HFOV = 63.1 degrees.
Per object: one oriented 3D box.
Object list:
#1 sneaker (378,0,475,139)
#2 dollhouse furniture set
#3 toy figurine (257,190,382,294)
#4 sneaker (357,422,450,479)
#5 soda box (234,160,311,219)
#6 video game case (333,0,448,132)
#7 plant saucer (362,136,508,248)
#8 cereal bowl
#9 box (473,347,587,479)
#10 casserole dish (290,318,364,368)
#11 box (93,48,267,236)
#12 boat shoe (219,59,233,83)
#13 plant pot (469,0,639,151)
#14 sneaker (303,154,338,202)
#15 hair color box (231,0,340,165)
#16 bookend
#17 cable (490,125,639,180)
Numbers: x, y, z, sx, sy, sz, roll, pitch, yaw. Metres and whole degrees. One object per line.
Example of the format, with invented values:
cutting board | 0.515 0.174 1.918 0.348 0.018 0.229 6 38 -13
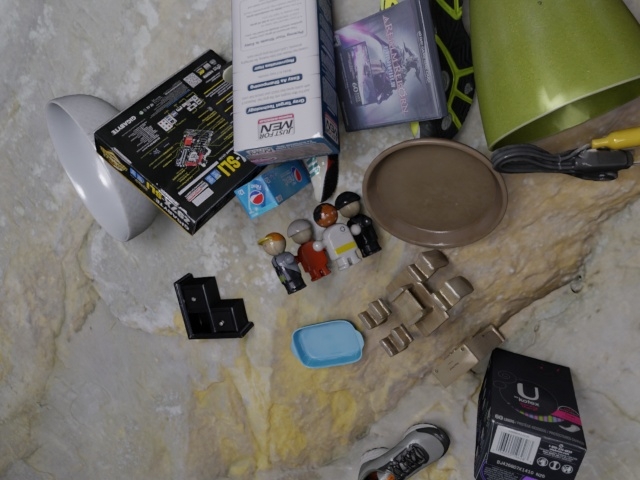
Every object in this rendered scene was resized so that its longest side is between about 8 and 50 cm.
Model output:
sneaker | 0.186 -0.358 0.964 0.147 0.145 0.385 16 120 48
dollhouse furniture set | 0.250 0.167 1.118 0.242 0.161 0.212 52 121 20
toy figurine | 0.000 0.000 1.087 0.213 0.209 0.148 -26 88 27
sneaker | 0.199 0.537 1.257 0.271 0.108 0.100 -40 90 24
soda box | -0.090 -0.113 1.075 0.071 0.210 0.067 -26 98 25
video game case | 0.111 -0.308 0.954 0.274 0.026 0.196 10 118 58
plant saucer | 0.220 -0.091 1.017 0.277 0.041 0.278 12 138 11
cereal bowl | -0.470 -0.175 1.185 0.339 0.141 0.339 35 143 32
box | 0.405 0.353 1.034 0.165 0.270 0.143 14 112 14
casserole dish | 0.019 0.245 1.257 0.188 0.037 0.114 -15 103 23
box | -0.238 -0.206 1.046 0.257 0.322 0.079 41 153 0
boat shoe | -0.161 -0.355 1.064 0.042 0.133 0.049 36 134 13
plant pot | 0.355 -0.335 0.845 0.274 0.275 0.294 -22 85 24
sneaker | -0.006 -0.164 1.124 0.075 0.057 0.161 17 115 31
hair color box | -0.067 -0.328 0.977 0.173 0.105 0.347 -6 79 19
bookend | -0.265 0.162 1.304 0.157 0.072 0.156 -5 106 19
cable | 0.436 -0.151 0.921 0.287 0.139 0.072 0 75 2
